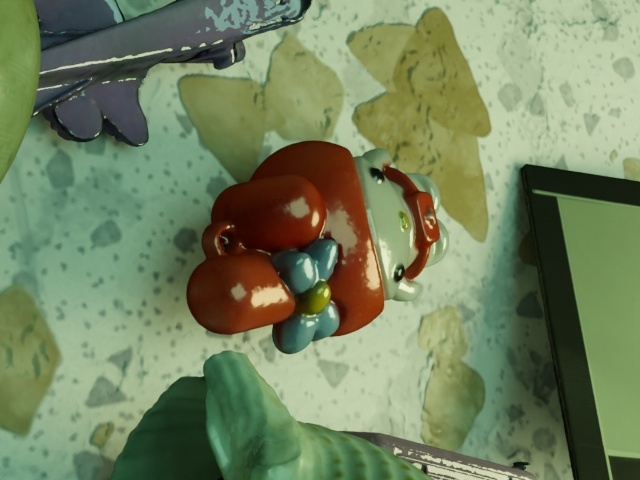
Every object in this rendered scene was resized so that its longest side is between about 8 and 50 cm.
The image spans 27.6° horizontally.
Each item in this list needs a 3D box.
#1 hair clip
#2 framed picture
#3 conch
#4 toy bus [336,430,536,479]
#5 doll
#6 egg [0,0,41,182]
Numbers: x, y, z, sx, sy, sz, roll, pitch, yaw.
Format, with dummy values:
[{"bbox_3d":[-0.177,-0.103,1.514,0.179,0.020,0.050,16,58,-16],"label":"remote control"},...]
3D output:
[{"bbox_3d":[-0.139,-0.145,1.010,0.278,0.090,0.137,-21,100,-31],"label":"hair clip"},{"bbox_3d":[0.328,0.084,1.220,0.265,0.016,0.347,7,55,-18],"label":"framed picture"},{"bbox_3d":[-0.009,0.249,0.890,0.215,0.303,0.319,17,55,-48],"label":"conch"},{"bbox_3d":[0.090,0.214,1.068,0.199,0.108,0.096,19,69,-31],"label":"toy bus"},{"bbox_3d":[0.000,0.000,1.040,0.290,0.130,0.161,-12,92,-51],"label":"doll"},{"bbox_3d":[-0.290,-0.085,0.797,0.218,0.218,0.295,20,74,-31],"label":"egg"}]
